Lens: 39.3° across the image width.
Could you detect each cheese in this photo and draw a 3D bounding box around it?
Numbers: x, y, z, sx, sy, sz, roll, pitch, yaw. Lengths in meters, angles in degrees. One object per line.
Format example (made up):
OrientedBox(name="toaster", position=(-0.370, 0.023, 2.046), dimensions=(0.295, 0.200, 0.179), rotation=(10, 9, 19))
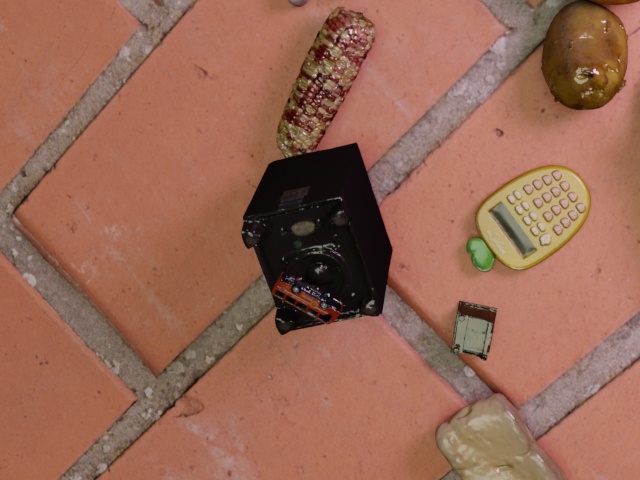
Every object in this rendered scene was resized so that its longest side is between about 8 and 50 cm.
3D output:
OrientedBox(name="cheese", position=(0.333, 0.404, 1.596), dimensions=(0.159, 0.093, 0.263), rotation=(-34, 90, 20))

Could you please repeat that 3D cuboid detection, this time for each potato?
OrientedBox(name="potato", position=(0.426, -0.294, 1.445), dimensions=(0.137, 0.137, 0.176), rotation=(9, 82, 13))

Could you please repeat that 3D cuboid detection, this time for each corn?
OrientedBox(name="corn", position=(0.003, -0.268, 1.576), dimensions=(0.098, 0.098, 0.290), rotation=(30, 109, 9))

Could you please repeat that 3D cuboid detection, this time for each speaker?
OrientedBox(name="speaker", position=(0.000, 0.000, 1.507), dimensions=(0.184, 0.254, 0.232), rotation=(-13, 116, 16))

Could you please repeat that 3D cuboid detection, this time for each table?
OrientedBox(name="table", position=(0.268, 0.161, 1.577), dimensions=(0.070, 0.082, 0.083), rotation=(11, 101, 12))

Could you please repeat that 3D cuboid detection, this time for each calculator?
OrientedBox(name="calculator", position=(0.355, -0.033, 1.550), dimensions=(0.234, 0.032, 0.146), rotation=(-36, 88, 16))

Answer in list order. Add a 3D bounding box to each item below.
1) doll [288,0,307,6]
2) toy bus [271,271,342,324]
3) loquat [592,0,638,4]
OrientedBox(name="doll", position=(-0.020, -0.495, 1.561), dimensions=(0.160, 0.059, 0.160), rotation=(-7, 97, 16))
OrientedBox(name="toy bus", position=(-0.021, 0.091, 1.397), dimensions=(0.110, 0.031, 0.043), rotation=(30, 121, -6))
OrientedBox(name="loquat", position=(0.461, -0.476, 1.365), dimensions=(0.238, 0.193, 0.239), rotation=(-1, 81, 8))
